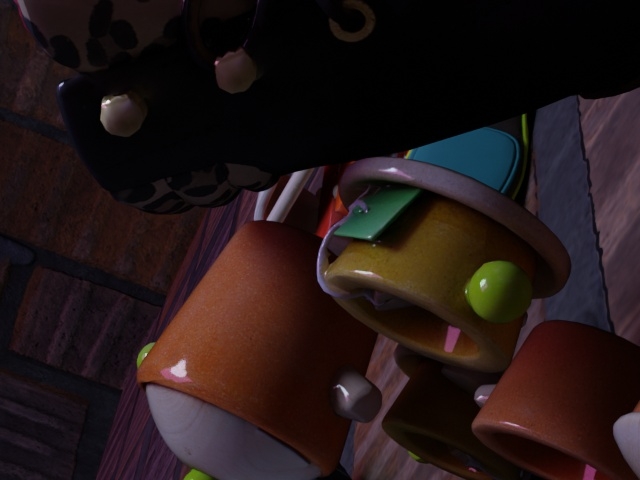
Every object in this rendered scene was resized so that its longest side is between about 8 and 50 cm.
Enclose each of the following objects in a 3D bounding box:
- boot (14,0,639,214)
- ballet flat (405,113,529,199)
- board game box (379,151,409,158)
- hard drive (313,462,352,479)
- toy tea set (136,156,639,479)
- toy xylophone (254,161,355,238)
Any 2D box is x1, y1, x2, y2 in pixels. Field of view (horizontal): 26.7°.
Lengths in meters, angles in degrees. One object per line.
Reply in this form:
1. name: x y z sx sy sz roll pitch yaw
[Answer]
1. boot: 0.038 -0.116 0.430 0.377 0.284 0.138 53 -157 -77
2. ballet flat: 0.102 -0.065 0.903 0.077 0.077 0.231 89 -164 -54
3. board game box: 0.076 -0.053 1.056 0.193 0.045 0.147 -81 16 -52
4. hard drive: -0.041 0.255 0.794 0.237 0.064 0.339 -57 13 -1
5. toy tea set: 0.047 0.072 0.512 0.124 0.200 0.336 -63 13 -17
6. toy xylophone: 0.025 -0.100 1.047 0.236 0.081 0.322 -79 14 -49
